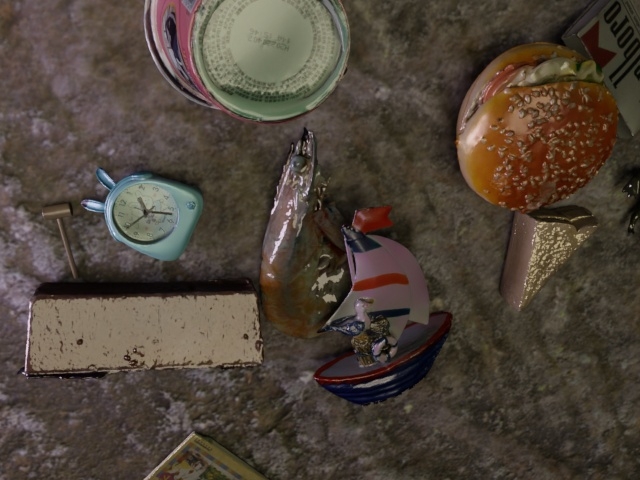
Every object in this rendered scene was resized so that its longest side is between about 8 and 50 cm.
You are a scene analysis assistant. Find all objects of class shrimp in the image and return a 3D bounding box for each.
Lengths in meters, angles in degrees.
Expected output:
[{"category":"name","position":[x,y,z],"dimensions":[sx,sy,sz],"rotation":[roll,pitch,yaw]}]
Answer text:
[{"category":"shrimp","position":[0.000,0.000,1.094],"dimensions":[0.164,0.062,0.316],"rotation":[-4,115,-18]}]

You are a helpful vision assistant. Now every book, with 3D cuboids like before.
[{"category":"book","position":[-0.198,0.403,1.232],"dimensions":[0.168,0.013,0.192],"rotation":[41,99,-23]}]

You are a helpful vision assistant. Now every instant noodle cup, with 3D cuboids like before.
[{"category":"instant noodle cup","position":[-0.075,-0.234,0.881],"dimensions":[0.244,0.255,0.243],"rotation":[-5,112,-12]}]

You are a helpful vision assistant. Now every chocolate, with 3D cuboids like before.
[{"category":"chocolate","position":[-0.240,0.112,1.063],"dimensions":[0.321,0.112,0.111],"rotation":[-1,103,-11]}]

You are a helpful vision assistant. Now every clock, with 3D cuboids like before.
[{"category":"clock","position":[-0.235,-0.043,1.034],"dimensions":[0.147,0.045,0.108],"rotation":[22,104,-18]}]

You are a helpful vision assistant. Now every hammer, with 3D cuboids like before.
[{"category":"hammer","position":[-0.338,0.003,1.046],"dimensions":[0.036,0.019,0.110],"rotation":[-11,115,-7]}]

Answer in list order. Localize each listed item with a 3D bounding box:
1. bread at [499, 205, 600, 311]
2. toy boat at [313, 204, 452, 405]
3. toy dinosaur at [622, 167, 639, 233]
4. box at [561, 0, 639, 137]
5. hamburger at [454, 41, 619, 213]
[{"category":"bread","position":[0.335,0.025,1.159],"dimensions":[0.105,0.077,0.152],"rotation":[2,112,-11]},{"category":"toy boat","position":[0.102,0.094,1.132],"dimensions":[0.219,0.072,0.318],"rotation":[1,112,-25]},{"category":"toy dinosaur","position":[0.533,-0.079,1.192],"dimensions":[0.179,0.087,0.187],"rotation":[-31,138,-38]},{"category":"box","position":[0.413,-0.243,1.074],"dimensions":[0.115,0.036,0.177],"rotation":[-46,114,-15]},{"category":"hamburger","position":[0.282,-0.145,1.044],"dimensions":[0.237,0.147,0.236],"rotation":[-4,114,-10]}]
